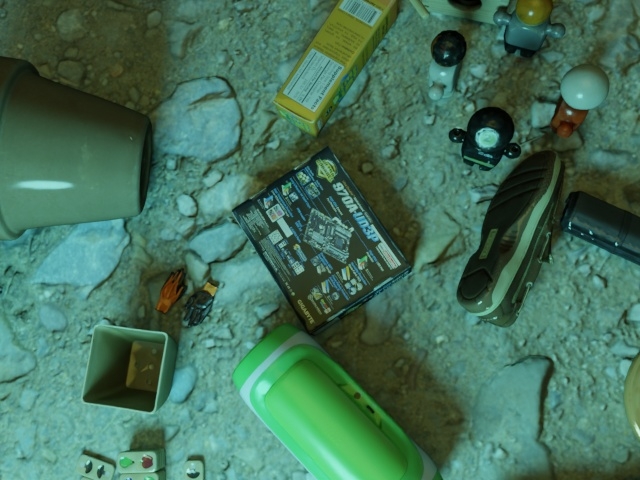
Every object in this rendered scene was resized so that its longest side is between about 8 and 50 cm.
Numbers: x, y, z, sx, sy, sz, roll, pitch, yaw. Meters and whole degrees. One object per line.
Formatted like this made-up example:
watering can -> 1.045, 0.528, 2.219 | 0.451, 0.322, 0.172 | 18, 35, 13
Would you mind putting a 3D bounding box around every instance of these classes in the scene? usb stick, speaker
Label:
usb stick -> 0.457, 0.014, 0.863 | 0.277, 0.045, 0.077 | 26, 46, 11
speaker -> 0.021, 0.250, 0.853 | 0.131, 0.131, 0.296 | -45, 77, -1

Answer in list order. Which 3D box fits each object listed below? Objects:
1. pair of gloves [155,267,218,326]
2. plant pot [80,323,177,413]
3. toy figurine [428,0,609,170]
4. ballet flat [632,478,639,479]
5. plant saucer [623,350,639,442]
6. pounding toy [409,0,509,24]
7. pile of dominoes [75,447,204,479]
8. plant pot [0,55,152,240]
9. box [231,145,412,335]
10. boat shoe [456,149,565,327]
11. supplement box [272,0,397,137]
pair of gloves -> -0.202, 0.086, 0.972 | 0.083, 0.010, 0.074 | 25, 83, 9
plant pot -> -0.259, 0.181, 0.919 | 0.109, 0.096, 0.109 | 6, 81, 10
toy figurine -> 0.260, -0.221, 0.889 | 0.212, 0.148, 0.210 | -23, 78, 4
ballet flat -> 0.342, 0.363, 0.811 | 0.280, 0.095, 0.096 | -14, 88, 16
plant saucer -> 0.504, 0.210, 0.836 | 0.199, 0.037, 0.200 | -1, 80, 7
pounding toy -> 0.182, -0.388, 0.957 | 0.205, 0.094, 0.181 | 15, 82, 11
pile of dominoes -> -0.261, 0.425, 0.905 | 0.195, 0.040, 0.251 | -4, 79, 7
plant pot -> -0.369, -0.120, 0.934 | 0.229, 0.263, 0.263 | 6, 80, -10
box -> 0.000, 0.000, 0.937 | 0.175, 0.051, 0.220 | -34, 77, 1
boat shoe -> 0.278, 0.001, 0.891 | 0.095, 0.095, 0.258 | 35, 78, -23
supplement box -> 0.024, -0.275, 0.969 | 0.080, 0.078, 0.233 | 35, 87, 9
